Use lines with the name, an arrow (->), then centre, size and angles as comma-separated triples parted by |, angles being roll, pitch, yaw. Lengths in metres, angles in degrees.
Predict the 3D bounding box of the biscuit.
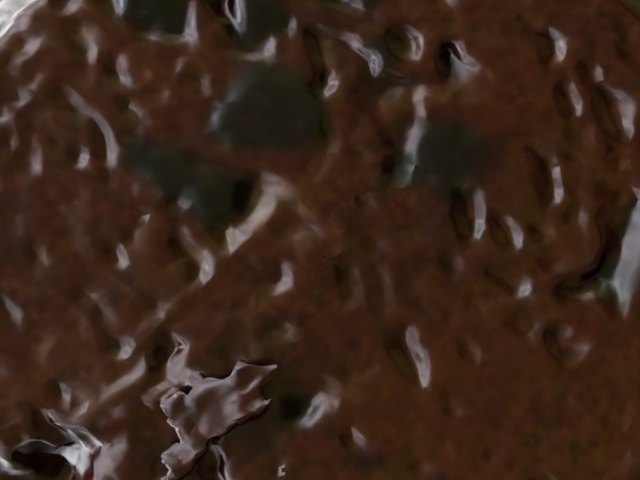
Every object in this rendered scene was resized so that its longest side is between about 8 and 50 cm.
biscuit -> 0.000, 0.000, 0.358 | 0.049, 0.192, 0.192 | 133, 150, -89
